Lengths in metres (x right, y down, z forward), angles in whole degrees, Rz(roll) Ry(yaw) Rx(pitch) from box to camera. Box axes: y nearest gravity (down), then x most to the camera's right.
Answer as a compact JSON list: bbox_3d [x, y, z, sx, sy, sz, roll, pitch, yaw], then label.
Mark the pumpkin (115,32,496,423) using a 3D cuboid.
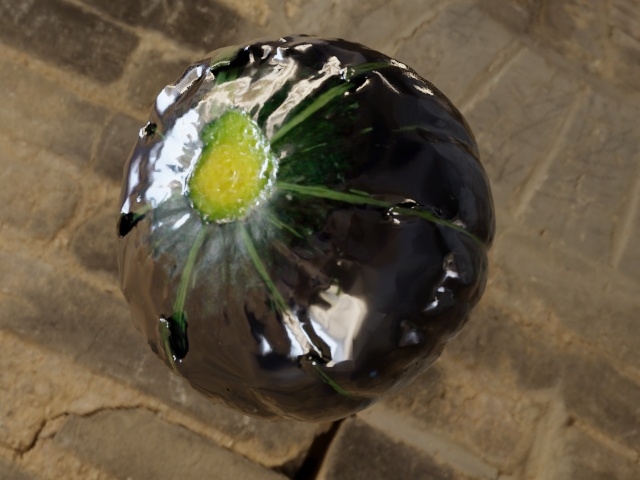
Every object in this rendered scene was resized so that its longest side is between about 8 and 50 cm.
[{"bbox_3d":[0.000,0.000,0.707,0.296,0.296,0.295,18,-141,-15],"label":"pumpkin"}]
